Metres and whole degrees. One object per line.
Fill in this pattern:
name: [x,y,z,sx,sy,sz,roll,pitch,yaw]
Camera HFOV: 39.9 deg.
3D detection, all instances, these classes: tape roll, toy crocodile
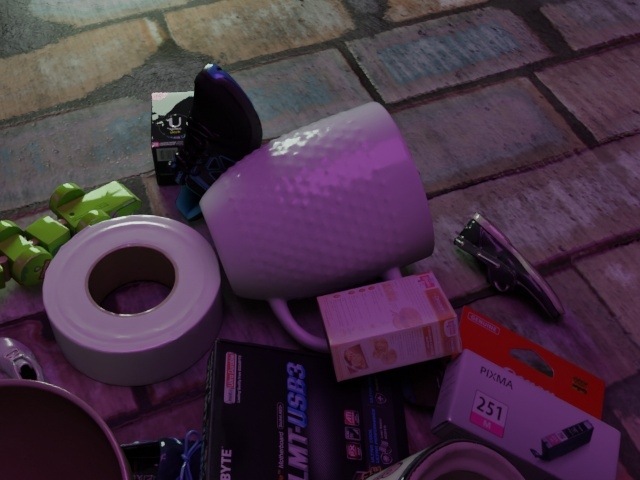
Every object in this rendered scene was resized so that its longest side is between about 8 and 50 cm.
tape roll: [-0.302,0.091,1.439,0.286,0.100,0.286,1,50,-1]
toy crocodile: [-0.461,-0.001,1.523,0.115,0.105,0.340,34,52,25]

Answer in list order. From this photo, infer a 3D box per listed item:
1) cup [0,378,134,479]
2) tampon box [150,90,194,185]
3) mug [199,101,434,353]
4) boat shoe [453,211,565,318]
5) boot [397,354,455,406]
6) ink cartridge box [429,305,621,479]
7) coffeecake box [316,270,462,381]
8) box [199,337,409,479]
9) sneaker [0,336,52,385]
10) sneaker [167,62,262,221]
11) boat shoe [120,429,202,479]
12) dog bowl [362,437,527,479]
cup: [-0.358,0.365,1.085,0.331,0.237,0.331,-3,63,6]
tampon box: [-0.260,-0.199,1.689,0.120,0.101,0.161,-4,49,-7]
mug: [0.000,0.000,1.444,0.328,0.276,0.374,-21,82,-6]
boat shoe: [0.327,0.055,1.521,0.079,0.084,0.233,-46,65,10]
boot: [0.185,0.243,1.355,0.106,0.082,0.219,-27,67,29]
ink cartridge box: [0.315,0.235,1.300,0.275,0.060,0.239,28,51,-7]
coffeecake box: [0.098,0.124,1.306,0.185,0.068,0.142,-13,26,-2]
box: [-0.020,0.295,1.241,0.293,0.073,0.296,12,47,-15]
sneaker: [-0.463,0.194,1.371,0.053,0.061,0.152,-36,57,-26]
sneaker: [-0.184,-0.150,1.497,0.139,0.341,0.125,-33,63,-23]
boat shoe: [-0.218,0.328,1.242,0.258,0.089,0.109,-8,50,-8]
dog bowl: [0.131,0.438,0.992,0.150,0.408,0.408,-20,37,37]
